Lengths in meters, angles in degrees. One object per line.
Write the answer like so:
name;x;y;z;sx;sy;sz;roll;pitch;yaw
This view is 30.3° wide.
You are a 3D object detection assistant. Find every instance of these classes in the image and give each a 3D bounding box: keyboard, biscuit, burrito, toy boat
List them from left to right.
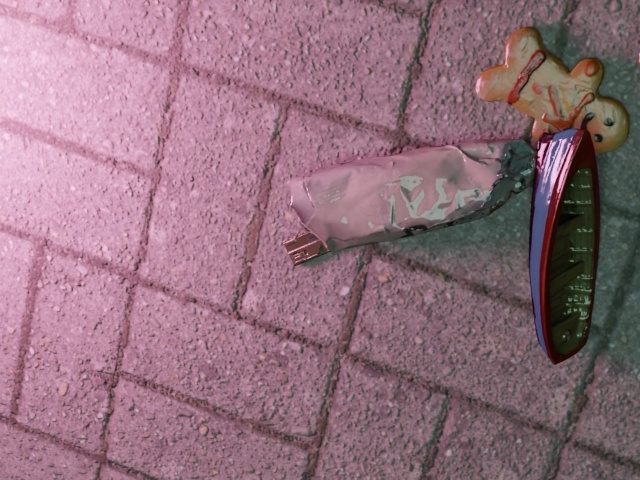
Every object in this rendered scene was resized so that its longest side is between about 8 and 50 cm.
keyboard;0.000;0.000;1.982;0.129;0.015;0.049;-23;94;25
burrito;0.159;-0.077;1.848;0.445;0.101;0.139;-10;85;21
biscuit;0.360;-0.215;1.774;0.234;0.030;0.153;37;118;4
toy boat;0.367;0.005;1.791;0.079;0.136;0.392;23;129;43

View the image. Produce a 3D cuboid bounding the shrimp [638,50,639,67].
shrimp;0.518;-0.251;1.577;0.184;0.043;0.091;-2;104;20
